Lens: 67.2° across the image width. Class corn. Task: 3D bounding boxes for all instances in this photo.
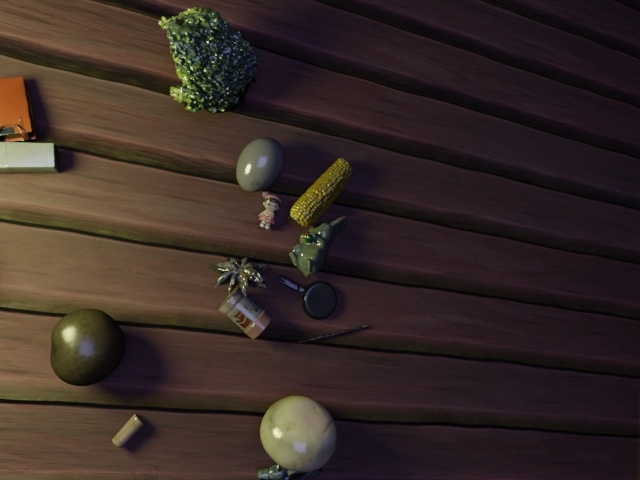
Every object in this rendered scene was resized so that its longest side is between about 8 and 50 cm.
[{"bbox_3d":[0.005,-0.160,1.685,0.101,0.101,0.310,46,68,-9],"label":"corn"}]

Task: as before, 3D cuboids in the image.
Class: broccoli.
[{"bbox_3d":[-0.383,-0.563,1.523,0.294,0.280,0.347,-55,139,5],"label":"broccoli"}]

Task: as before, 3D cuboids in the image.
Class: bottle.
[{"bbox_3d":[-0.573,0.569,1.437,0.045,0.045,0.096,45,74,-9],"label":"bottle"}]

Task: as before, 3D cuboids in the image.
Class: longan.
[{"bbox_3d":[-0.660,0.300,1.367,0.197,0.198,0.213,-12,82,-19],"label":"longan"}]

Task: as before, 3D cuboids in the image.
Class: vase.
[{"bbox_3d":[-0.102,0.751,1.568,0.211,0.060,0.060,-1,84,-18],"label":"vase"}]

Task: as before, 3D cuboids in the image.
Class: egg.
[{"bbox_3d":[-0.201,-0.251,1.598,0.146,0.146,0.199,37,81,-11],"label":"egg"}]

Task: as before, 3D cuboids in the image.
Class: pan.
[{"bbox_3d":[-0.043,0.184,1.666,0.235,0.028,0.136,30,75,-13],"label":"pan"}]

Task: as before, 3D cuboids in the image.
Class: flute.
[{"bbox_3d":[0.049,0.329,1.689,0.269,0.014,0.014,-9,87,-19],"label":"flute"}]

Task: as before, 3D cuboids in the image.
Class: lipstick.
[{"bbox_3d":[-0.962,-0.236,1.378,0.370,0.076,0.080,-3,83,-19],"label":"lipstick"}]

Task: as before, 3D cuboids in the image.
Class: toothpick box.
[{"bbox_3d":[-0.243,0.235,1.556,0.149,0.098,0.098,43,73,-9],"label":"toothpick box"}]

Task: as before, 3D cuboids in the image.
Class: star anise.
[{"bbox_3d":[-0.253,0.102,1.546,0.180,0.204,0.061,-33,140,-41],"label":"star anise"}]

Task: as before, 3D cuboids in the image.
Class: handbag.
[{"bbox_3d":[-0.918,-0.379,1.406,0.127,0.063,0.190,-13,76,-20],"label":"handbag"}]

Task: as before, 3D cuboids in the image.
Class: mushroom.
[{"bbox_3d":[-0.071,0.617,1.528,0.245,0.203,0.246,12,38,-10],"label":"mushroom"}]

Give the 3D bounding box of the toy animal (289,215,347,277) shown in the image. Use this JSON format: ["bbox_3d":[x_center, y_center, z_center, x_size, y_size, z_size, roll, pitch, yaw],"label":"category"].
[{"bbox_3d":[-0.002,0.001,1.669,0.125,0.127,0.251,38,59,1],"label":"toy animal"}]

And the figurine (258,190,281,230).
[{"bbox_3d":[-0.179,-0.101,1.643,0.072,0.054,0.129,17,86,-1],"label":"figurine"}]
